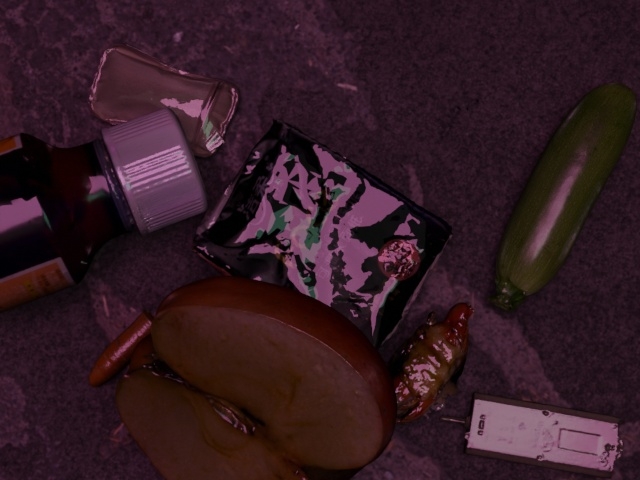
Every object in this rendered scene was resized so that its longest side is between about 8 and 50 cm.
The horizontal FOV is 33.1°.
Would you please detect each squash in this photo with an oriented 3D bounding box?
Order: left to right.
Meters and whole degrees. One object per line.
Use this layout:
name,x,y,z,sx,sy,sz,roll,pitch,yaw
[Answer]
squash,0.360,-0.073,1.602,0.107,0.107,0.395,29,84,6

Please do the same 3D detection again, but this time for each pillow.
pillow,-0.246,-0.218,1.678,0.233,0.038,0.130,20,87,5

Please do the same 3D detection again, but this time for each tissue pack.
tissue pack,0.000,0.000,1.594,0.332,0.123,0.245,33,81,7

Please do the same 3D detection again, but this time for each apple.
apple,-0.093,0.224,1.479,0.365,0.295,0.328,34,77,4

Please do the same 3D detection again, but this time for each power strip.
power strip,0.308,0.283,1.583,0.268,0.034,0.092,9,82,3

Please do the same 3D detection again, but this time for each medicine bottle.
medicine bottle,-0.366,-0.048,1.559,0.395,0.242,0.242,-16,81,-5

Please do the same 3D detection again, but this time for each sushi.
sushi,0.159,0.191,1.576,0.097,0.103,0.226,36,86,34

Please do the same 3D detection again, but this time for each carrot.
carrot,-0.298,0.167,1.617,0.139,0.048,0.048,-44,82,-4
